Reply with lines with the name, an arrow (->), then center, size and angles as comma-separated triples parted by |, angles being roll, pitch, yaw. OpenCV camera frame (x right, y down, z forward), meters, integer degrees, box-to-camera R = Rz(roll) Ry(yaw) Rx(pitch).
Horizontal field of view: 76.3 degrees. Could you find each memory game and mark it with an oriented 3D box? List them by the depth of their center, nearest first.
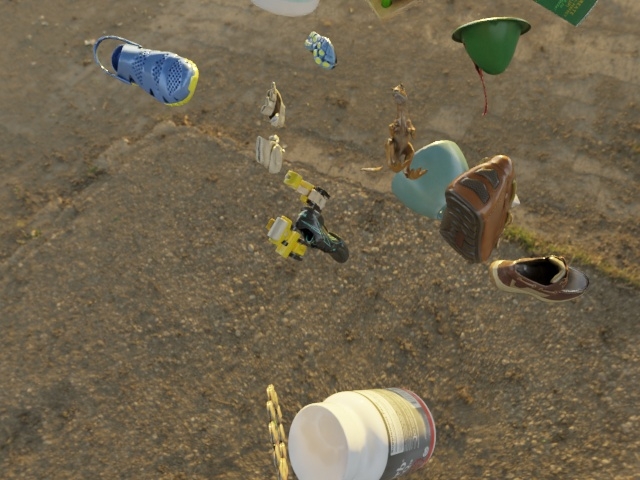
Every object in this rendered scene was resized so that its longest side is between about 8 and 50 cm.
memory game -> -0.084, 0.378, 0.798 | 0.012, 0.186, 0.186 | -10, 55, -4

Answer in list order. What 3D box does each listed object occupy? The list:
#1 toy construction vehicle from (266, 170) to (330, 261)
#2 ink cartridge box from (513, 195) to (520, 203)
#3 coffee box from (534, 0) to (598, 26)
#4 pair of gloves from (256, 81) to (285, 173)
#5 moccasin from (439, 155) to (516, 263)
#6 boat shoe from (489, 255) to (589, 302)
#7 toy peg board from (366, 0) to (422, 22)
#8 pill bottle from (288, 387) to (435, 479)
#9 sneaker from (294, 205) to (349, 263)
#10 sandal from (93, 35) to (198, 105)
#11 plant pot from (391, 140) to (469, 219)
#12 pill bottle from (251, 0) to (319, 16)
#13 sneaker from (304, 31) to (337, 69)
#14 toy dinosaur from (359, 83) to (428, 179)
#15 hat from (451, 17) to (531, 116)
toy construction vehicle -> -0.030, -0.025, 0.444 | 0.035, 0.098, 0.086 | 29, 91, 19
ink cartridge box -> 0.453, -0.103, 1.084 | 0.097, 0.207, 0.046 | -26, 75, 35
coffee box -> 0.244, -0.330, 0.469 | 0.184, 0.040, 0.113 | 38, 59, 9
pair of gloves -> -0.138, -0.324, 1.222 | 0.042, 0.204, 0.241 | 6, 87, 9
moccasin -> 0.332, -0.057, 0.858 | 0.147, 0.380, 0.139 | -42, 60, -2
boat shoe -> 0.687, 0.108, 1.225 | 0.341, 0.123, 0.124 | 11, 68, -14
toy peg board -> 0.164, -0.589, 0.878 | 0.160, 0.079, 0.161 | -27, 71, 4
pill bottle -> 0.108, 0.472, 0.982 | 0.210, 0.362, 0.211 | -14, 68, 39
sneaker -> 0.000, 0.000, 1.465 | 0.101, 0.267, 0.106 | -17, 33, 45
sandal -> -0.439, -0.424, 1.007 | 0.317, 0.138, 0.126 | 22, 99, 24
plant pot -> 0.438, -0.192, 1.508 | 0.289, 0.290, 0.196 | -23, 61, -8
pill bottle -> -0.044, -0.525, 0.659 | 0.146, 0.264, 0.146 | 8, 54, -11
sneaker -> 0.014, -0.536, 1.158 | 0.067, 0.078, 0.188 | -53, 38, 25
toy dinosaur -> 0.121, -0.143, 0.648 | 0.064, 0.212, 0.113 | -4, 58, -10
hat -> 0.416, -0.413, 0.994 | 0.208, 0.184, 0.172 | -8, 13, -35
